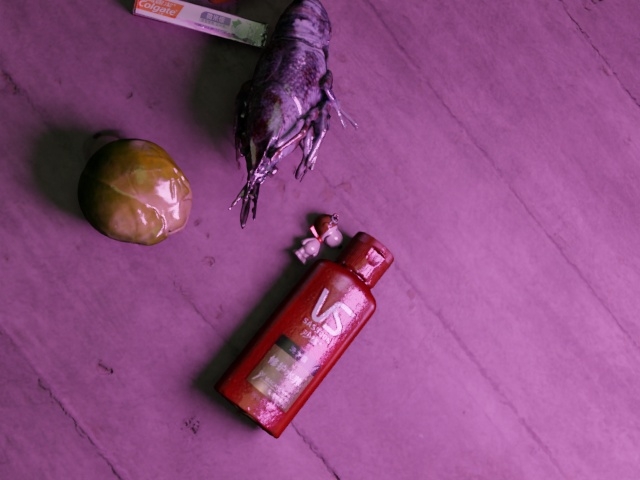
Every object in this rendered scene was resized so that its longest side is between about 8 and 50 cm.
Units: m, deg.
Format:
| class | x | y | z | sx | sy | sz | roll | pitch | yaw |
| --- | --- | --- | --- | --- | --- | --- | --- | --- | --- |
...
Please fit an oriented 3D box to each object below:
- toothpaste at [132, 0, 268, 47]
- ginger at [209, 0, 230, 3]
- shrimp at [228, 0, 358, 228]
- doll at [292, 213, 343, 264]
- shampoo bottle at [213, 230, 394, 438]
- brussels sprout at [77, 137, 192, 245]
| class | x | y | z | sx | sy | sz | roll | pitch | yaw |
| --- | --- | --- | --- | --- | --- | --- | --- | --- | --- |
| toothpaste | -0.175 | -0.324 | 1.332 | 0.196 | 0.047 | 0.040 | 13 | 95 | -12 |
| ginger | -0.020 | -0.532 | 1.297 | 0.418 | 0.254 | 0.176 | -36 | 59 | -15 |
| shrimp | -0.033 | -0.179 | 1.291 | 0.172 | 0.137 | 0.372 | 11 | 79 | 5 |
| doll | -0.005 | -0.004 | 1.333 | 0.085 | 0.040 | 0.058 | -22 | 99 | -15 |
| shampoo bottle | -0.013 | 0.127 | 1.293 | 0.118 | 0.076 | 0.314 | 40 | 76 | -3 |
| brussels sprout | -0.254 | -0.068 | 1.242 | 0.155 | 0.117 | 0.155 | -5 | 105 | -20 |
